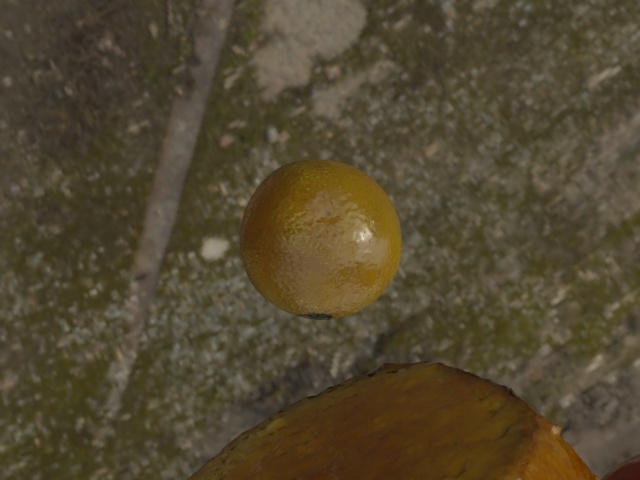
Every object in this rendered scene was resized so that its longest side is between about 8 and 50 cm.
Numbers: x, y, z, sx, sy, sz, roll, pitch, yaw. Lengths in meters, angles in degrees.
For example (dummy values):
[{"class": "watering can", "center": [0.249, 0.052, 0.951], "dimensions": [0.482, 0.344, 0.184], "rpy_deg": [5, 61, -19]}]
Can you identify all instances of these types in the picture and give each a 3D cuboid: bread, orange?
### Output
[{"class": "bread", "center": [0.035, 0.203, 0.819], "dimensions": [0.312, 0.312, 0.172], "rpy_deg": [-26, 104, -5]}, {"class": "orange", "center": [0.000, 0.000, 1.758], "dimensions": [0.236, 0.236, 0.236], "rpy_deg": [-18, 141, -15]}]

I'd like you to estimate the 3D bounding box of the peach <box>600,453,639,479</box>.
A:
[{"class": "peach", "center": [0.536, 0.451, 1.801], "dimensions": [0.388, 0.388, 0.388], "rpy_deg": [-18, 141, -15]}]
